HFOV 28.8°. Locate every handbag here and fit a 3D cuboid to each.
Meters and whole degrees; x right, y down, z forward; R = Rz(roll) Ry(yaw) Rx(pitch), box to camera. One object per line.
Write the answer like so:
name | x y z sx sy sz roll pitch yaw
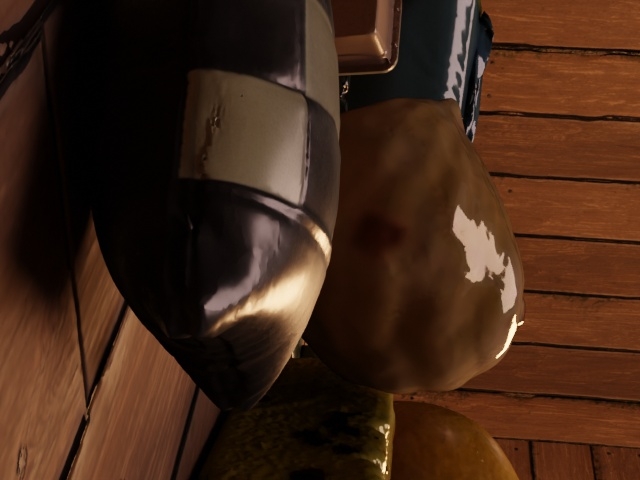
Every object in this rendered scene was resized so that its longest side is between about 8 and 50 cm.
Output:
handbag | 0.078 -0.177 1.433 0.263 0.222 0.241 60 38 -81

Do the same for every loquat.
loquat | 0.077 0.341 1.420 0.359 0.328 0.328 17 72 -42

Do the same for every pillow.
pillow | -0.044 -0.062 0.534 0.186 0.106 0.249 83 6 -73

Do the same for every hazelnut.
hazelnut | 0.057 -0.009 1.038 0.241 0.261 0.261 -50 172 -4

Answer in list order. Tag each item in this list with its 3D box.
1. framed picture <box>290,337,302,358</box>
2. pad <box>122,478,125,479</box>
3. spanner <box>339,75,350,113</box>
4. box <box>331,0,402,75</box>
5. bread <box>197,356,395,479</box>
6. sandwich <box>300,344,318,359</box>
framed picture | -0.027 0.070 1.604 0.231 0.010 0.173 -82 174 -53
pad | -0.100 0.211 0.692 0.187 0.006 0.113 86 7 -63
spanner | -0.003 -0.067 1.204 0.040 0.096 0.324 74 21 -76
box | 0.011 -0.205 1.161 0.062 0.122 0.089 56 36 -65
bread | -0.012 0.171 0.975 0.361 0.138 0.077 -67 158 -80
sandwich | 0.001 0.157 1.669 0.135 0.067 0.029 165 -67 -82
